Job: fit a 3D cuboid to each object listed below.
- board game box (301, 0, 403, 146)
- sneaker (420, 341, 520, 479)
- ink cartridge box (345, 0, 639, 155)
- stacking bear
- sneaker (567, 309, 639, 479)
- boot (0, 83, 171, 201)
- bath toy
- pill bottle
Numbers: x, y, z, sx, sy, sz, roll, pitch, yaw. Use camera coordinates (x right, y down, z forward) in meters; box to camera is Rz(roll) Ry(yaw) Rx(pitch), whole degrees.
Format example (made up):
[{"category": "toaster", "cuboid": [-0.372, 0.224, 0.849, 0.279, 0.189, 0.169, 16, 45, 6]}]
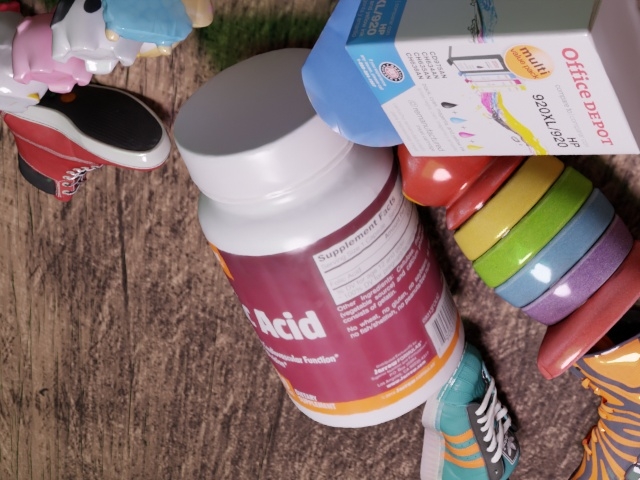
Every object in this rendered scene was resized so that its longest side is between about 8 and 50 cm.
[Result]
[{"category": "board game box", "cuboid": [0.052, -0.180, 1.494, 0.133, 0.168, 0.033, 31, 173, -21]}, {"category": "sneaker", "cuboid": [0.197, 0.229, 1.869, 0.121, 0.108, 0.302, 17, 147, 15]}, {"category": "ink cartridge box", "cuboid": [0.178, -0.190, 1.353, 0.233, 0.168, 0.171, 1, 146, 31]}, {"category": "stacking bear", "cuboid": [0.198, -0.027, 1.554, 0.289, 0.175, 0.164, 44, 114, -1]}, {"category": "sneaker", "cuboid": [0.343, 0.187, 1.732, 0.180, 0.124, 0.321, 36, 130, 0]}, {"category": "boot", "cuboid": [-0.279, -0.102, 1.827, 0.244, 0.088, 0.176, 21, 141, 24]}, {"category": "bath toy", "cuboid": [-0.268, -0.234, 1.649, 0.151, 0.129, 0.348, 13, 163, -42]}, {"category": "pill bottle", "cuboid": [0.000, 0.000, 1.646, 0.224, 0.224, 0.392, 0, 132, 32]}]
